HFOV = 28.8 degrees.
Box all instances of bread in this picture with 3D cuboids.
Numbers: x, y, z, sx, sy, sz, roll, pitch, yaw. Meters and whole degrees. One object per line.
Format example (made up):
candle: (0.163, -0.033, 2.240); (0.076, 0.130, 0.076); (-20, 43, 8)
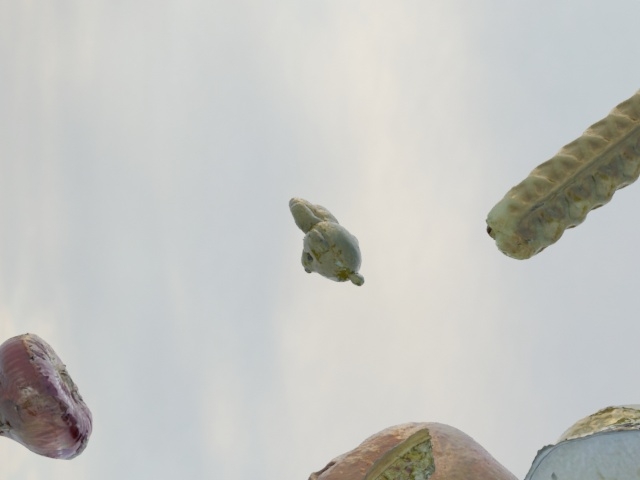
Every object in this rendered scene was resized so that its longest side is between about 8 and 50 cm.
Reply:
bread: (0.355, -0.104, 1.515); (0.084, 0.367, 0.077); (48, -8, 39)

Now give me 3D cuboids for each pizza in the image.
pizza: (0.113, 0.273, 1.503); (0.123, 0.108, 0.026); (-45, -131, 24)

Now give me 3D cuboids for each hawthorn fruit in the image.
hawthorn fruit: (0.130, 0.530, 2.093); (0.472, 0.472, 0.472); (-178, -90, -69)

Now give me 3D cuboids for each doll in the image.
doll: (0.000, 0.000, 2.023); (0.097, 0.137, 0.209); (-48, -152, 10)

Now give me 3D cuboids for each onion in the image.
onion: (-0.480, 0.274, 2.064); (0.230, 0.163, 0.230); (52, -6, 8)

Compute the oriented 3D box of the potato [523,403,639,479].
potato: (0.332, 0.273, 1.201); (0.246, 0.196, 0.299); (37, -57, 23)
